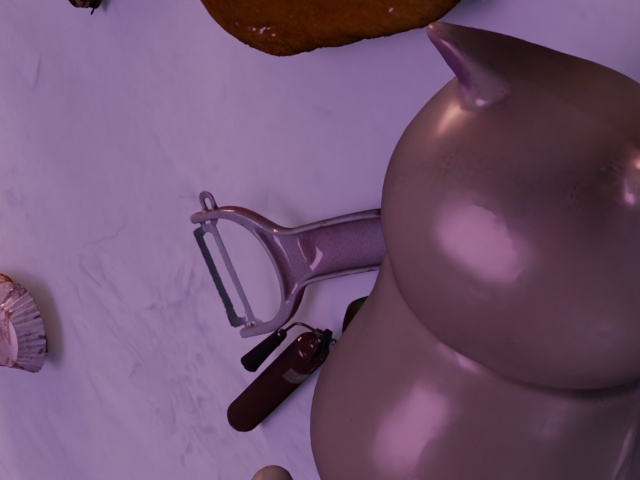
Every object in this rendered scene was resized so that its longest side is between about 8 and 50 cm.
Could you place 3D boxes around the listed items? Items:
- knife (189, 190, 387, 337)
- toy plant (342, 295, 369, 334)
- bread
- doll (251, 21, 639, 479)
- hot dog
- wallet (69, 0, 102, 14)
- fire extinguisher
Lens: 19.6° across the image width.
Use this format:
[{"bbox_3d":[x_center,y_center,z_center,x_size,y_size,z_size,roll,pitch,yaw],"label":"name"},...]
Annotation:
[{"bbox_3d":[0.002,-0.001,1.365,0.278,0.053,0.123,-13,106,55],"label":"knife"},{"bbox_3d":[0.065,0.119,1.287,0.093,0.093,0.162,7,109,54],"label":"toy plant"},{"bbox_3d":[0.026,-0.201,1.252,0.344,0.084,0.124,-5,118,55],"label":"bread"},{"bbox_3d":[0.114,0.054,1.082,0.215,0.226,0.370,42,127,26],"label":"doll"},{"bbox_3d":[-0.326,0.081,1.857,0.192,0.053,0.099,4,102,57],"label":"hot dog"},{"bbox_3d":[-0.181,-0.304,1.555,0.232,0.031,0.122,-52,55,46],"label":"wallet"},{"bbox_3d":[-0.034,0.100,1.464,0.173,0.035,0.049,-46,64,50],"label":"fire extinguisher"}]
